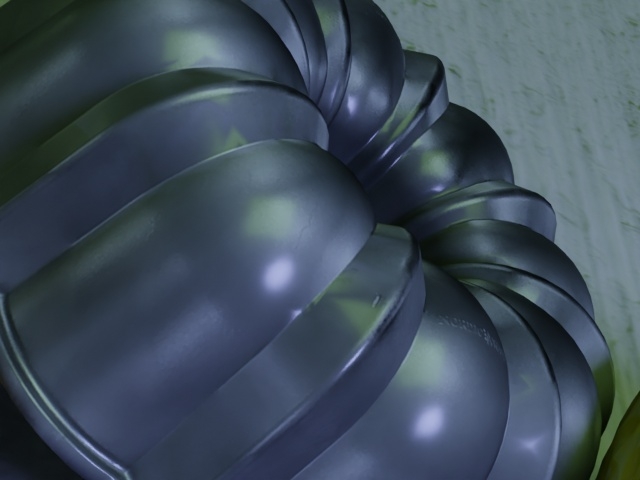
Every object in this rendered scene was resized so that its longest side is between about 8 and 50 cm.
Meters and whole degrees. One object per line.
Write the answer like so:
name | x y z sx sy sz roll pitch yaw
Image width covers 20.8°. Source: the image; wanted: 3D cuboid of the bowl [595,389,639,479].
bowl | 0.205 0.195 0.708 0.289 0.156 0.289 28 27 -16

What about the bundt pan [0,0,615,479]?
bundt pan | 0.000 0.000 0.715 0.331 0.124 0.331 41 25 -24
